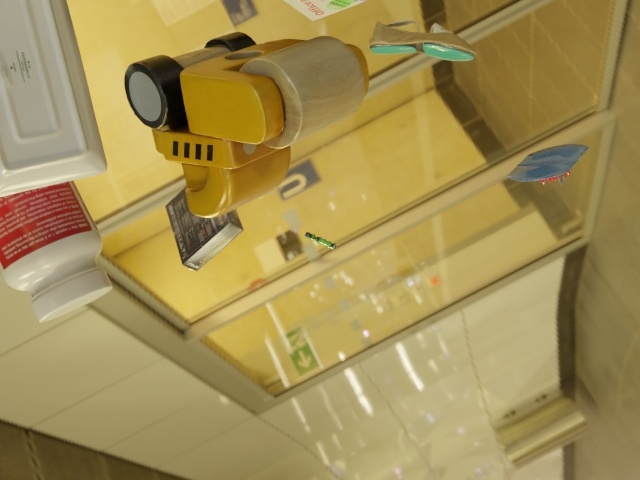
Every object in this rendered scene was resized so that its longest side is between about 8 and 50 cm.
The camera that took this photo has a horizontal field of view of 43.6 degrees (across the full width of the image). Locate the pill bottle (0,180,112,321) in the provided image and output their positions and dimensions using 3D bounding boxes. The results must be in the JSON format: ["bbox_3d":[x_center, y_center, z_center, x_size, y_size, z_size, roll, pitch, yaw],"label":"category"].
[{"bbox_3d":[-0.630,-0.038,1.773,0.407,0.229,0.229,63,-179,3],"label":"pill bottle"}]

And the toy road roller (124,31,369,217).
[{"bbox_3d":[-0.096,-0.153,1.119,0.330,0.202,0.240,13,122,40],"label":"toy road roller"}]

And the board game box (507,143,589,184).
[{"bbox_3d":[0.459,-0.143,1.604,0.133,0.169,0.033,-2,118,43],"label":"board game box"}]

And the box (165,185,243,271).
[{"bbox_3d":[-0.312,-0.061,2.121,0.056,0.183,0.231,31,-154,-46],"label":"box"}]

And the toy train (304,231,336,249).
[{"bbox_3d":[0.000,0.000,1.900,0.083,0.017,0.024,24,178,10],"label":"toy train"}]

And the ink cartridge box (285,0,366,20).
[{"bbox_3d":[0.048,-0.534,1.368,0.198,0.270,0.197,4,-107,-67],"label":"ink cartridge box"}]

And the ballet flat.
[{"bbox_3d":[0.215,-0.426,1.681,0.080,0.232,0.073,32,-114,-76],"label":"ballet flat"}]

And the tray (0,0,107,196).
[{"bbox_3d":[-0.329,-0.190,0.870,0.030,0.145,0.270,8,113,60],"label":"tray"}]
